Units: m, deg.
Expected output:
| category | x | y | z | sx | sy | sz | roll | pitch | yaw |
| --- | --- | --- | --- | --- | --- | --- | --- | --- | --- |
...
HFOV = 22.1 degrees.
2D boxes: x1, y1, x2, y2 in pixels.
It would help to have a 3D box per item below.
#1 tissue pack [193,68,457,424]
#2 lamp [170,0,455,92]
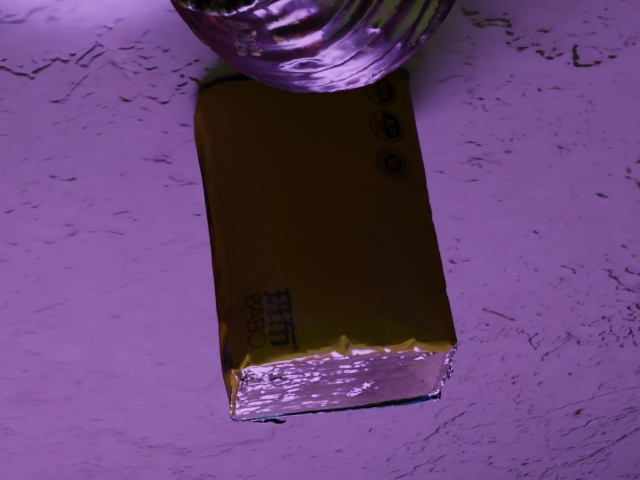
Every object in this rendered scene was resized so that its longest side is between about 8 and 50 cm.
| category | x | y | z | sx | sy | sz | roll | pitch | yaw |
| --- | --- | --- | --- | --- | --- | --- | --- | --- | --- |
| tissue pack | 0.000 | 0.000 | 1.380 | 0.192 | 0.271 | 0.134 | -6 | 154 | -8 |
| lamp | -0.012 | -0.215 | 1.056 | 0.247 | 0.247 | 0.247 | -7 | 149 | -4 |
